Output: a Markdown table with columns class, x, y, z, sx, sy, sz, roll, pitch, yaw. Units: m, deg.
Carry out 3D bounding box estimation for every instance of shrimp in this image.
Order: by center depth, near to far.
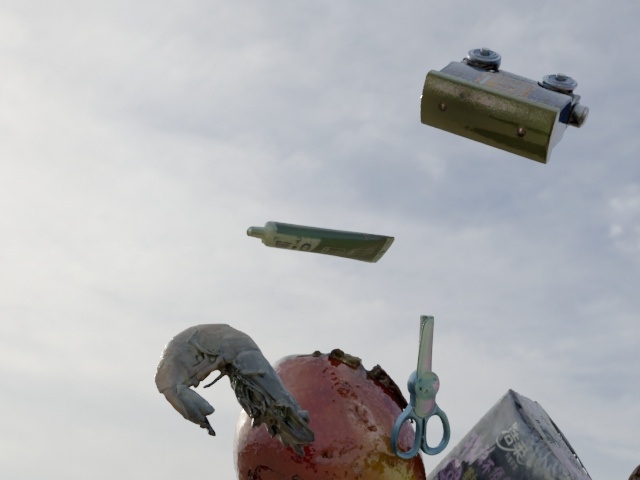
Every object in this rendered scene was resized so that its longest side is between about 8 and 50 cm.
| class | x | y | z | sx | sy | sz | roll | pitch | yaw |
| --- | --- | --- | --- | --- | --- | --- | --- | --- | --- |
| shrimp | -0.134 | 0.214 | 1.352 | 0.178 | 0.289 | 0.075 | -15 | -41 | -33 |

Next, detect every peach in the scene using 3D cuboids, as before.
| class | x | y | z | sx | sy | sz | roll | pitch | yaw |
| --- | --- | --- | --- | --- | --- | --- | --- | --- | --- |
| peach | 0.016 | 0.416 | 1.779 | 0.339 | 0.417 | 0.353 | -32 | -22 | 18 |

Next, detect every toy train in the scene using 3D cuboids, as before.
| class | x | y | z | sx | sy | sz | roll | pitch | yaw |
| --- | --- | --- | --- | --- | --- | --- | --- | --- | --- |
| toy train | 0.352 | -0.269 | 1.804 | 0.299 | 0.202 | 0.131 | 22 | -54 | 24 |

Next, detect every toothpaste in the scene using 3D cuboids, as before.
| class | x | y | z | sx | sy | sz | roll | pitch | yaw |
| --- | --- | --- | --- | --- | --- | --- | --- | --- | --- |
| toothpaste | 0.000 | 0.000 | 2.235 | 0.392 | 0.061 | 0.099 | 8 | -45 | -32 |

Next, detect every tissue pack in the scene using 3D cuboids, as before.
| class | x | y | z | sx | sy | sz | roll | pitch | yaw |
| --- | --- | --- | --- | --- | --- | --- | --- | --- | --- |
| tissue pack | 0.328 | 0.496 | 1.794 | 0.122 | 0.259 | 0.361 | 28 | -70 | -36 |

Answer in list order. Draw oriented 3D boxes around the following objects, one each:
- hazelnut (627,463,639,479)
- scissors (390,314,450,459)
| class | x | y | z | sx | sy | sz | roll | pitch | yaw |
| --- | --- | --- | --- | --- | --- | --- | --- | --- | --- |
| hazelnut | 0.606 | 0.455 | 1.579 | 0.170 | 0.202 | 0.161 | -20 | -38 | -22 |
| scissors | 0.181 | 0.259 | 1.664 | 0.125 | 0.256 | 0.030 | -2 | 6 | -31 |
